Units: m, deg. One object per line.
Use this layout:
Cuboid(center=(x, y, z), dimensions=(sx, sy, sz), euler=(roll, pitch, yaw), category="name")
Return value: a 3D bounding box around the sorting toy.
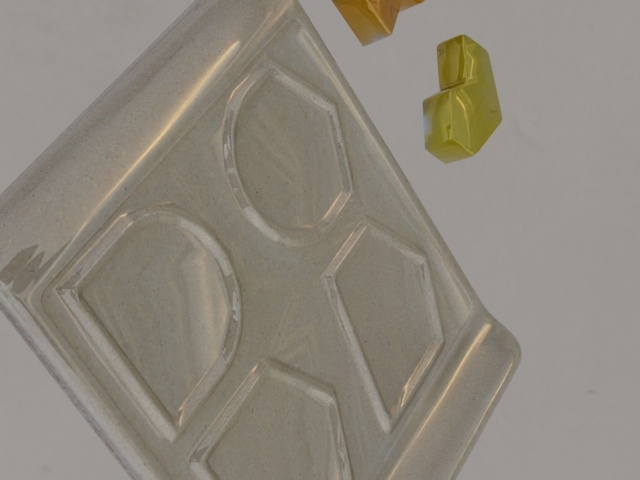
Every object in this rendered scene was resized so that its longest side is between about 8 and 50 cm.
Cuboid(center=(0.000, 0.000, 0.651), dimensions=(0.229, 0.041, 0.307), euler=(54, 47, -19), category="sorting toy")
